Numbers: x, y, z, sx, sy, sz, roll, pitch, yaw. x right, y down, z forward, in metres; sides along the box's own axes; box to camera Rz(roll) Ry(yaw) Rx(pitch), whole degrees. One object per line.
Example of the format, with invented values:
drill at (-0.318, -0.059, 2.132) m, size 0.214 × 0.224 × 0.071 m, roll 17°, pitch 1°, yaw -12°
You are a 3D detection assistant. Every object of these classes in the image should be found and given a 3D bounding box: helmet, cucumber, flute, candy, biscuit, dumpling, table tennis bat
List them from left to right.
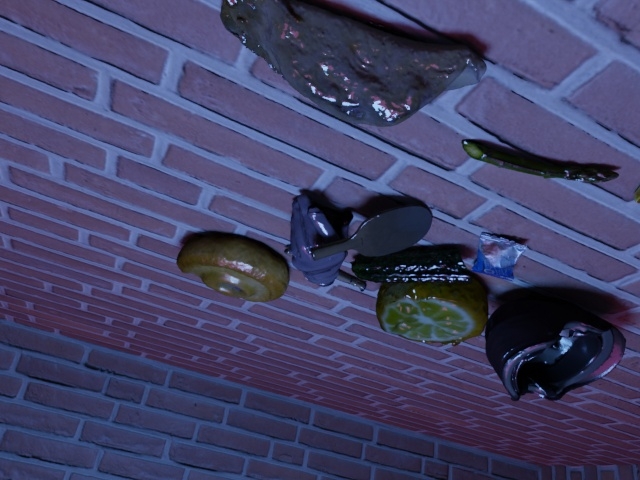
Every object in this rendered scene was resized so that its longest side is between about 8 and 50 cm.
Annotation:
biscuit at (-0.196, 0.073, 1.217) m, size 0.274 × 0.091 × 0.213 m, roll 29°, pitch 149°, yaw -25°
flute at (0.014, 0.067, 1.198) m, size 0.233 × 0.027 × 0.027 m, roll 27°, pitch 148°, yaw -26°
dumpling at (0.025, -0.205, 0.650) m, size 0.332 × 0.086 × 0.166 m, roll 17°, pitch 148°, yaw -2°
table tennis bat at (0.096, -0.007, 0.944) m, size 0.234 × 0.022 × 0.131 m, roll -16°, pitch 143°, yaw -7°
cucumber at (0.183, 0.057, 1.070) m, size 0.265 × 0.077 × 0.077 m, roll -4°, pitch 148°, yaw 24°
candy at (0.256, 0.154, 1.177) m, size 0.260 × 0.118 × 0.260 m, roll 7°, pitch 149°, yaw 4°
candy at (0.353, 0.035, 1.013) m, size 0.088 × 0.038 × 0.136 m, roll 17°, pitch 147°, yaw 17°
helmet at (0.501, 0.225, 1.143) m, size 0.305 × 0.177 × 0.225 m, roll 3°, pitch 122°, yaw -24°

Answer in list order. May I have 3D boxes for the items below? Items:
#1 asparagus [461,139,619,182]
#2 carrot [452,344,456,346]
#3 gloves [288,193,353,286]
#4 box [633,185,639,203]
asparagus at (0.324, -0.113, 0.763) m, size 0.236 × 0.027 × 0.034 m, roll 12°, pitch 139°, yaw -1°
carrot at (0.373, 0.251, 1.381) m, size 0.057 × 0.057 × 0.224 m, roll 4°, pitch 154°, yaw 13°
gloves at (0.004, 0.010, 1.037) m, size 0.142 × 0.119 × 0.285 m, roll -22°, pitch 145°, yaw -4°
box at (0.561, -0.078, 0.746) m, size 0.156 × 0.022 × 0.089 m, roll 6°, pitch 150°, yaw 10°
